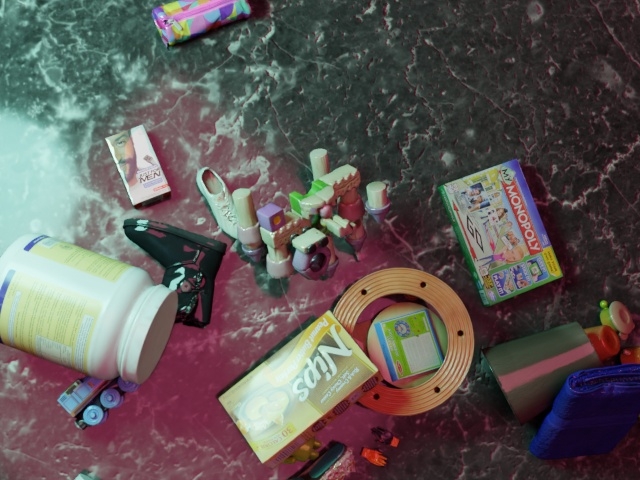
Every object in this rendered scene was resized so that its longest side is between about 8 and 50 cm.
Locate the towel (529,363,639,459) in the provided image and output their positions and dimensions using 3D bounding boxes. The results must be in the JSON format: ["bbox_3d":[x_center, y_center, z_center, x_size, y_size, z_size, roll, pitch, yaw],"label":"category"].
[{"bbox_3d":[0.621,0.395,1.772,0.227,0.308,0.076,-2,46,-9],"label":"towel"}]

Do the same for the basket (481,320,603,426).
[{"bbox_3d":[0.520,0.292,1.784,0.226,0.154,0.204,-28,96,8],"label":"basket"}]

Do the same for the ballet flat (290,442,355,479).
[{"bbox_3d":[-0.016,0.553,1.720,0.241,0.091,0.077,-35,112,-10],"label":"ballet flat"}]

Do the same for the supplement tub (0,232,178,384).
[{"bbox_3d":[-0.486,0.144,1.581,0.331,0.241,0.241,20,78,4],"label":"supplement tub"}]

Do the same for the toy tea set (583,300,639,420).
[{"bbox_3d":[0.735,0.326,1.899,0.200,0.124,0.336,-23,82,-43],"label":"toy tea set"}]

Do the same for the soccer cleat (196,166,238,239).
[{"bbox_3d":[-0.223,-0.083,1.773,0.068,0.076,0.196,-35,90,-14],"label":"soccer cleat"}]

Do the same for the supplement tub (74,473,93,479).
[{"bbox_3d":[-0.517,0.558,1.625,0.071,0.071,0.107,38,77,-3],"label":"supplement tub"}]

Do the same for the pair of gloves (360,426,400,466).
[{"bbox_3d":[0.140,0.482,1.793,0.074,0.010,0.083,29,77,-5],"label":"pair of gloves"}]

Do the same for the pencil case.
[{"bbox_3d":[-0.282,-0.537,1.819,0.236,0.104,0.105,-26,87,-14],"label":"pencil case"}]

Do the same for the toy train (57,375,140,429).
[{"bbox_3d":[-0.473,0.321,1.667,0.105,0.080,0.184,44,77,4],"label":"toy train"}]

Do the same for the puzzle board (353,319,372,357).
[{"bbox_3d":[0.091,0.263,1.816,0.096,0.011,0.128,-15,86,-14],"label":"puzzle board"}]

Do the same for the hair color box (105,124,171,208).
[{"bbox_3d":[-0.417,-0.168,1.761,0.093,0.053,0.167,-23,86,-12],"label":"hair color box"}]

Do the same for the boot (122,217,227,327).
[{"bbox_3d":[-0.343,0.076,1.717,0.246,0.094,0.207,17,75,-14],"label":"boot"}]

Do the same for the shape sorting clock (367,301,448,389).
[{"bbox_3d":[0.209,0.249,1.825,0.206,0.040,0.206,5,73,-15],"label":"shape sorting clock"}]

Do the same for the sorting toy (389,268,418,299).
[{"bbox_3d":[0.204,0.100,1.846,0.101,0.042,0.061,31,77,-5],"label":"sorting toy"}]

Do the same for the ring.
[{"bbox_3d":[0.183,0.231,1.771,0.336,0.032,0.337,-1,79,7],"label":"ring"}]

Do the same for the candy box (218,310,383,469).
[{"bbox_3d":[-0.042,0.326,1.689,0.316,0.088,0.183,-37,63,-7],"label":"candy box"}]

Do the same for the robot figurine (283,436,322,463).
[{"bbox_3d":[-0.057,0.456,1.730,0.115,0.067,0.101,22,61,-5],"label":"robot figurine"}]

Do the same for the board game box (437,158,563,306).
[{"bbox_3d":[0.447,-0.021,1.909,0.213,0.046,0.318,-20,86,-12],"label":"board game box"}]

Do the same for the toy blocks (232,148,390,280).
[{"bbox_3d":[0.000,0.000,1.711,0.288,0.309,0.260,-29,130,-26],"label":"toy blocks"}]
